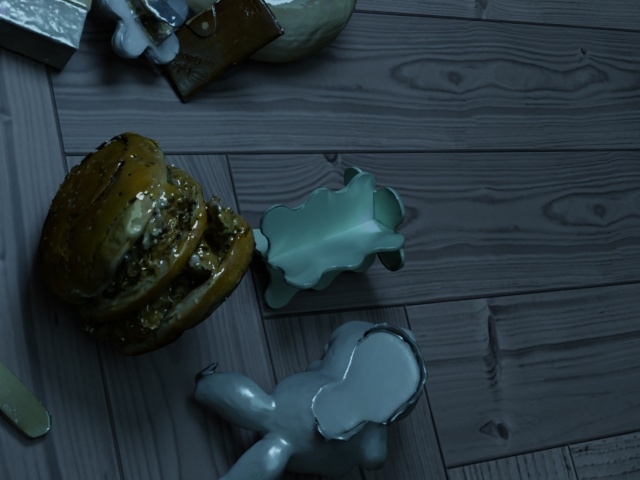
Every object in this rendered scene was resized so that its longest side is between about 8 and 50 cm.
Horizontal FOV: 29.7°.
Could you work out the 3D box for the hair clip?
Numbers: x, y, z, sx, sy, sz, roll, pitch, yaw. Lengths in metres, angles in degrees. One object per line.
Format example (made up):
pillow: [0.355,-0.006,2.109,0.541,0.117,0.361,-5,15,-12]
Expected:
hair clip: [-0.267,-0.355,1.638,0.146,0.075,0.257,-46,109,-31]

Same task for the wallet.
wallet: [-0.147,-0.284,1.714,0.095,0.176,0.026,58,14,-4]

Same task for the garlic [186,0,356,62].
garlic: [-0.097,-0.353,1.810,0.338,0.151,0.196,-13,55,-26]

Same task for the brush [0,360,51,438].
brush: [-0.442,0.109,1.442,0.336,0.020,0.085,50,52,-6]

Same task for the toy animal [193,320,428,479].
toy animal: [0.003,0.215,1.601,0.325,0.154,0.208,-7,68,-30]

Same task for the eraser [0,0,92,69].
eraser: [-0.373,-0.413,1.670,0.144,0.078,0.343,19,61,-24]

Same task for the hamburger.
hamburger: [-0.230,0.008,1.502,0.245,0.260,0.211,-44,119,6]

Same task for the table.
table: [0.000,0.000,1.695,0.198,0.166,0.166,-23,83,-29]
